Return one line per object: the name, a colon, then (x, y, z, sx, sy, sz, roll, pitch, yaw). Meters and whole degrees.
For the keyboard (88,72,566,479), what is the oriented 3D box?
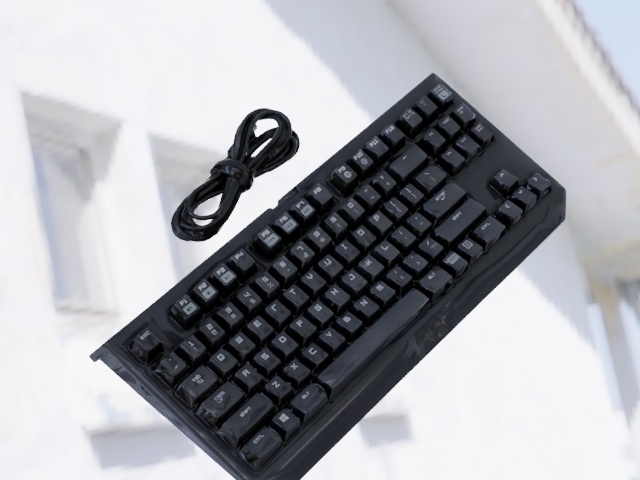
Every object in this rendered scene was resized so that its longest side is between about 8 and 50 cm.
keyboard: (0.000, 0.000, 0.607, 0.180, 0.108, 0.023, -41, -17, -36)
